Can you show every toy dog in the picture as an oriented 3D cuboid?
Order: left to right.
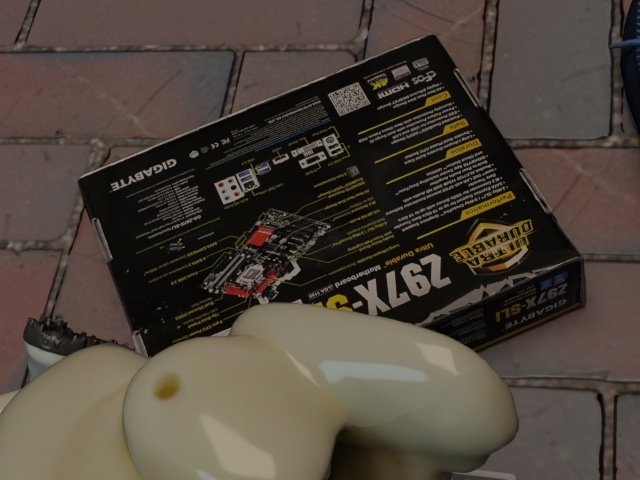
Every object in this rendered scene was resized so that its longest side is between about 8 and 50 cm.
[{"bbox_3d":[-0.120,0.231,0.622,0.395,0.284,0.408,21,47,16],"label":"toy dog"}]

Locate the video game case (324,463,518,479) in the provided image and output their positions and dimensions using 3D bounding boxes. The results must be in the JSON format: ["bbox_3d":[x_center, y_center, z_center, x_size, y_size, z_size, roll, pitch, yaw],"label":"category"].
[{"bbox_3d":[0.027,0.226,0.860,0.190,0.022,0.173,5,57,14],"label":"video game case"}]

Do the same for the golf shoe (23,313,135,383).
[{"bbox_3d":[-0.167,0.116,0.875,0.077,0.198,0.094,17,68,9],"label":"golf shoe"}]

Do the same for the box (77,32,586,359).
[{"bbox_3d":[0.000,0.000,0.993,0.322,0.079,0.257,-23,56,-5],"label":"box"}]

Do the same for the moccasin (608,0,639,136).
[{"bbox_3d":[0.310,-0.093,0.968,0.138,0.117,0.342,-11,54,4],"label":"moccasin"}]
